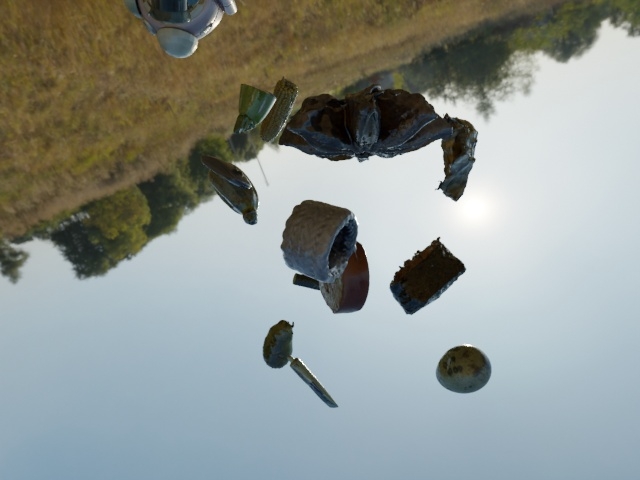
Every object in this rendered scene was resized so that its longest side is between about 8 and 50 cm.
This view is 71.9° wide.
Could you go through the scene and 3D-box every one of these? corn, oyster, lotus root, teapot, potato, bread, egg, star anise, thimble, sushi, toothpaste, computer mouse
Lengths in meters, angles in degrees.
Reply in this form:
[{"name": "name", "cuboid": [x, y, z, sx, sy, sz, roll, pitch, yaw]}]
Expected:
[{"name": "corn", "cuboid": [-0.184, -0.550, 1.897, 0.102, 0.102, 0.313, -36, 167, -42]}, {"name": "oyster", "cuboid": [0.483, -0.281, 1.576, 0.133, 0.337, 0.198, 1, -143, 5]}, {"name": "lotus root", "cuboid": [-0.329, -0.197, 1.785, 0.140, 0.322, 0.158, -37, 157, -15]}, {"name": "teapot", "cuboid": [-0.456, -0.807, 1.363, 0.171, 0.225, 0.203, 30, -137, 20]}, {"name": "potato", "cuboid": [-0.156, 0.389, 1.658, 0.117, 0.226, 0.090, 17, -153, 1]}, {"name": "bread", "cuboid": [0.077, 0.125, 1.670, 0.114, 0.295, 0.327, -3, -169, -16]}, {"name": "egg", "cuboid": [0.430, 0.392, 1.341, 0.181, 0.141, 0.141, -43, 178, 42]}, {"name": "star anise", "cuboid": [0.080, -0.214, 0.827, 0.331, 0.118, 0.332, 1, -177, 0]}, {"name": "thimble", "cuboid": [0.000, 0.000, 1.263, 0.157, 0.217, 0.245, 22, 176, 21]}, {"name": "sushi", "cuboid": [0.417, 0.156, 1.801, 0.348, 0.207, 0.234, -32, 166, -35]}, {"name": "toothpaste", "cuboid": [-0.027, 0.452, 1.412, 0.038, 0.233, 0.060, -45, -173, -32]}, {"name": "computer mouse", "cuboid": [-0.348, -0.260, 1.632, 0.232, 0.057, 0.120, 33, -175, 32]}]

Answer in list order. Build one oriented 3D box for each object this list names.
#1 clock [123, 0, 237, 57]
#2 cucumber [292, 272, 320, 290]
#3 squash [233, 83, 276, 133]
[{"name": "clock", "cuboid": [-0.526, -0.886, 1.637, 0.326, 0.342, 0.184, -42, 174, -4]}, {"name": "cucumber", "cuboid": [0.001, 0.231, 2.316, 0.293, 0.068, 0.067, 14, -168, -10]}, {"name": "squash", "cuboid": [-0.189, -0.345, 1.205, 0.105, 0.132, 0.105, 20, -176, -2]}]
